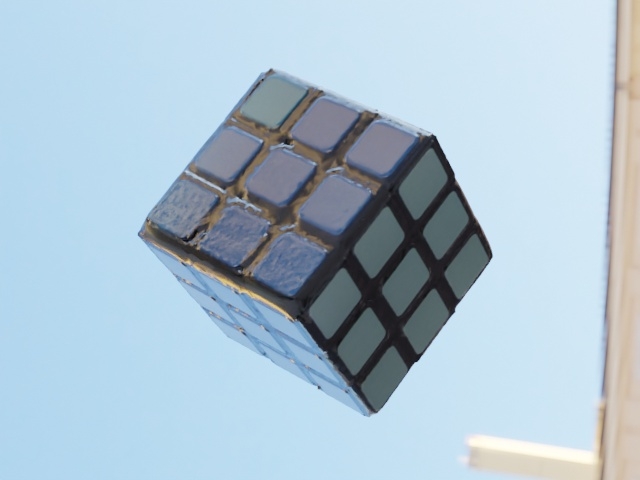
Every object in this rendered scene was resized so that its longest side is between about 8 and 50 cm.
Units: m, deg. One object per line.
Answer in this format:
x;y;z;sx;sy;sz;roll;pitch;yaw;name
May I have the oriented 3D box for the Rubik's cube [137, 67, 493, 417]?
0.000;0.000;1.139;0.162;0.160;0.163;-53;-37;-14;Rubik's cube
